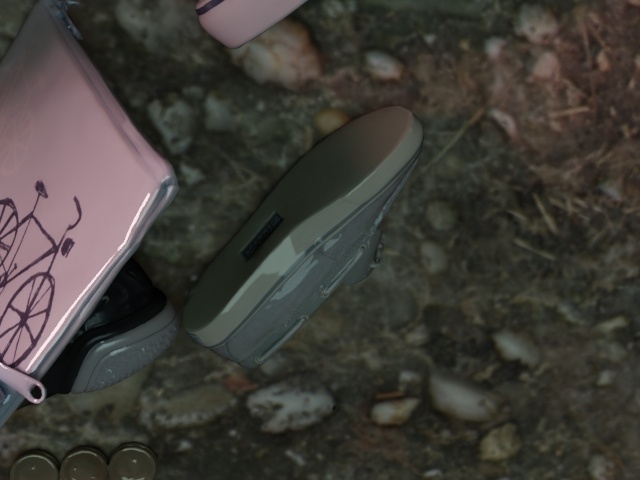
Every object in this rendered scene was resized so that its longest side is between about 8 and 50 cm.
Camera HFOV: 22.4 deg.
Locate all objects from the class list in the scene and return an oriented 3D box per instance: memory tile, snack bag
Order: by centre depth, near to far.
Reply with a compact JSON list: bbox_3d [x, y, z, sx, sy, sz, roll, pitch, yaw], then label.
[{"bbox_3d":[-0.232,0.024,1.019,0.037,0.323,0.342,32,101,-33],"label":"snack bag"},{"bbox_3d":[-0.176,0.227,1.242,0.113,0.012,0.148,-5,106,-5],"label":"memory tile"}]

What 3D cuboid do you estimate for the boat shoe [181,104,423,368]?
[{"bbox_3d":[0.000,0.001,1.170,0.227,0.079,0.081,-45,124,7],"label":"boat shoe"}]

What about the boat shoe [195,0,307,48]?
[{"bbox_3d":[0.021,-0.299,1.046,0.367,0.136,0.156,-45,106,4],"label":"boat shoe"}]

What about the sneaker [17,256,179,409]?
[{"bbox_3d":[-0.247,0.058,1.143,0.269,0.101,0.153,-25,107,-5],"label":"sneaker"}]
